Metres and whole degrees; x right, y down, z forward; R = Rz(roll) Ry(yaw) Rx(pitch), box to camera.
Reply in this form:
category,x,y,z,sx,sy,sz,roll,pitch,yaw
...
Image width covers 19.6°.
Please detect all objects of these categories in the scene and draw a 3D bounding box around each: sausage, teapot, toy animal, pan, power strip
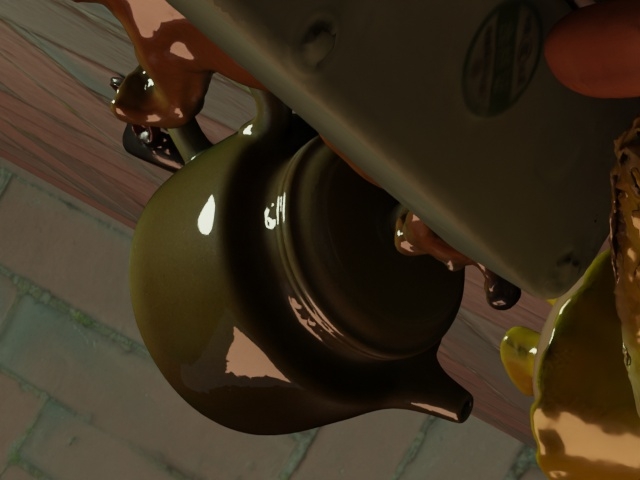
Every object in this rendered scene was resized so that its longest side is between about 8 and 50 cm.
category,x,y,z,sx,sy,sz,roll,pitch,yaw
sausage,0.104,-0.064,0.613,0.034,0.034,0.083,33,173,-17
teapot,0.000,0.000,1.094,0.175,0.185,0.267,-25,100,43
toy animal,-0.035,-0.095,0.786,0.312,0.097,0.157,28,167,11
toy animal,0.176,0.069,0.841,0.230,0.156,0.156,22,170,48
pan,-0.136,-0.087,1.589,0.115,0.040,0.212,23,172,22
power strip,0.019,-0.081,0.625,0.062,0.091,0.385,28,174,37

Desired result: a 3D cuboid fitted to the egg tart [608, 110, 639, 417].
category,x,y,z,sx,sy,sz,roll,pitch,yaw
egg tart,0.178,0.050,0.644,0.234,0.094,0.234,162,90,-82
